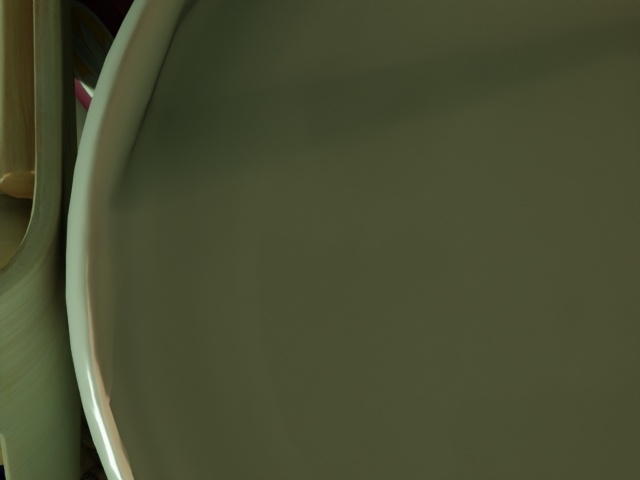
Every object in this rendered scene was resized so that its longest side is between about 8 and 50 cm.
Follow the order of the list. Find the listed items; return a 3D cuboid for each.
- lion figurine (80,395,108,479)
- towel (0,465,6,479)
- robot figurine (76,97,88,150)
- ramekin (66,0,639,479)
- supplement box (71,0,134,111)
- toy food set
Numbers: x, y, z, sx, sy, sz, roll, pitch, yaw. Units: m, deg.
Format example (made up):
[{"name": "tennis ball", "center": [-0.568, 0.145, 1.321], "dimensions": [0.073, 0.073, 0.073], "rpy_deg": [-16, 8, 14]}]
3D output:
[{"name": "lion figurine", "center": [-0.050, 0.136, 0.880], "dimensions": [0.240, 0.142, 0.392], "rpy_deg": [56, 162, -5]}, {"name": "towel", "center": [-0.225, 0.118, 0.943], "dimensions": [0.308, 0.076, 0.228], "rpy_deg": [30, 161, 49]}, {"name": "robot figurine", "center": [-0.175, -0.029, 0.914], "dimensions": [0.278, 0.173, 0.209], "rpy_deg": [9, 139, 56]}, {"name": "ramekin", "center": [0.048, 0.002, 0.478], "dimensions": [0.273, 0.273, 0.127], "rpy_deg": [63, 165, -13]}, {"name": "supplement box", "center": [-0.095, -0.129, 0.761], "dimensions": [0.188, 0.081, 0.104], "rpy_deg": [53, 154, 9]}, {"name": "toy food set", "center": [-0.141, -0.037, 0.608], "dimensions": [0.220, 0.092, 0.306], "rpy_deg": [100, 167, -55]}]
